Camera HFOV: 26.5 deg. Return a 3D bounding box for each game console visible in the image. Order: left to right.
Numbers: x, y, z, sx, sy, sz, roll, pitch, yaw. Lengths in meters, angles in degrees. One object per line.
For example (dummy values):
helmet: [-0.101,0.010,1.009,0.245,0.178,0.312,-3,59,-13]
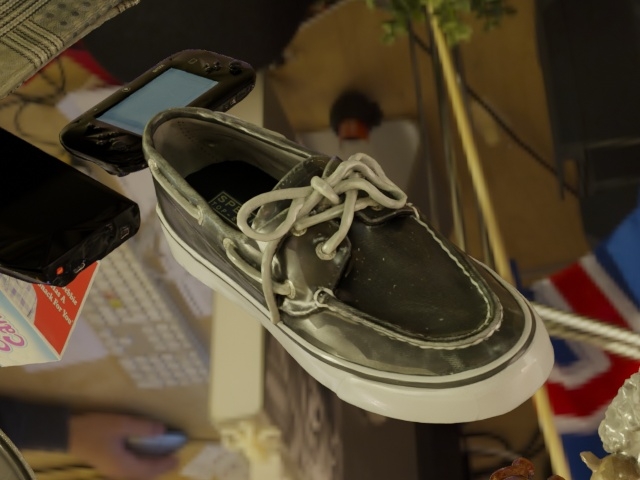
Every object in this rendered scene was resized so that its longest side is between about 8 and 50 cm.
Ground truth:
game console: [-0.214,-0.092,1.264,0.213,0.361,0.044,28,137,25]

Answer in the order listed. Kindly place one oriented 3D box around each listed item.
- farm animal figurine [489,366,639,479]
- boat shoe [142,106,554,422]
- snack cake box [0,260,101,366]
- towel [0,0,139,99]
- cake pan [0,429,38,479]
farm animal figurine: [0.247,0.290,0.976,0.330,0.172,0.327,49,125,7]
boat shoe: [0.003,-0.003,0.792,0.113,0.306,0.105,-36,134,-19]
snack cake box: [-0.362,0.000,1.508,0.089,0.152,0.264,-8,135,24]
towel: [-0.379,-0.216,1.278,0.312,0.324,0.056,30,142,18]
cake pan: [-0.339,0.249,1.001,0.293,0.293,0.054,-7,175,8]
